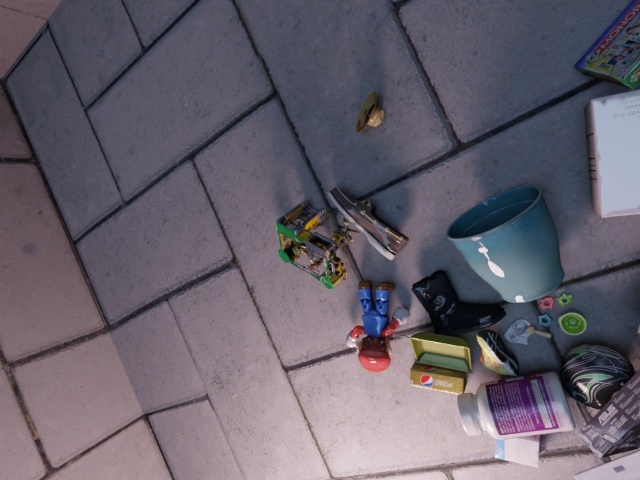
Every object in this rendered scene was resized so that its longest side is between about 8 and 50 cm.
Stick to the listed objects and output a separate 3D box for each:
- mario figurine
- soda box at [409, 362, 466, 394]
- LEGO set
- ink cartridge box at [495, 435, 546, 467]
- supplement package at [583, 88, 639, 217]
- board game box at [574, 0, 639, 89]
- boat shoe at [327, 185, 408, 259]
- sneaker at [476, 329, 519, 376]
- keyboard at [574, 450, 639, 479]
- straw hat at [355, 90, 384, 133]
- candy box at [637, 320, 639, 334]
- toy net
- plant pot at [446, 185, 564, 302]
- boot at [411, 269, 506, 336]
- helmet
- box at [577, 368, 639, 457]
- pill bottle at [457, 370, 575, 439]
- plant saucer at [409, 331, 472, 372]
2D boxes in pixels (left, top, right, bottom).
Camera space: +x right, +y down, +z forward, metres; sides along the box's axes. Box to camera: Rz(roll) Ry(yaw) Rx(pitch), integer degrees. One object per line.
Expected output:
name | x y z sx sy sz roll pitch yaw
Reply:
mario figurine | 0.201 0.307 1.509 0.198 0.170 0.320 0 89 63
soda box | 0.402 0.474 1.446 0.181 0.058 0.061 2 100 26
LEGO set | 0.000 0.000 1.528 0.331 0.192 0.255 23 139 38
ink cartridge box | 0.635 0.643 1.338 0.143 0.092 0.090 2 100 27
supplement package | 0.783 -0.218 1.060 0.177 0.175 0.293 -6 97 27
board game box | 0.789 -0.522 0.990 0.046 0.213 0.317 29 115 -17
boat shoe | 0.160 -0.079 1.444 0.324 0.116 0.097 47 104 14
sneaker | 0.534 0.360 1.318 0.094 0.081 0.208 -22 117 42
keyboard | 0.899 0.690 1.259 0.256 0.014 0.072 -42 74 26
straw hat | 0.176 -0.414 1.398 0.061 0.144 0.144 18 112 -17
candy box | 0.943 0.099 0.990 0.268 0.122 0.317 3 97 3
toy net | 0.665 0.249 1.279 0.232 0.045 0.122 -29 86 28
plant pot | 0.541 0.025 1.195 0.272 0.271 0.255 -27 101 28
boot | 0.435 0.191 1.357 0.246 0.094 0.207 -26 91 34
helmet | 0.773 0.369 1.180 0.169 0.169 0.161 16 123 24
box | 0.854 0.430 1.104 0.307 0.242 0.076 -64 36 22
pill bottle | 0.585 0.508 1.283 0.301 0.169 0.169 -19 90 23
plant saucer | 0.401 0.361 1.392 0.188 0.045 0.188 4 142 26
